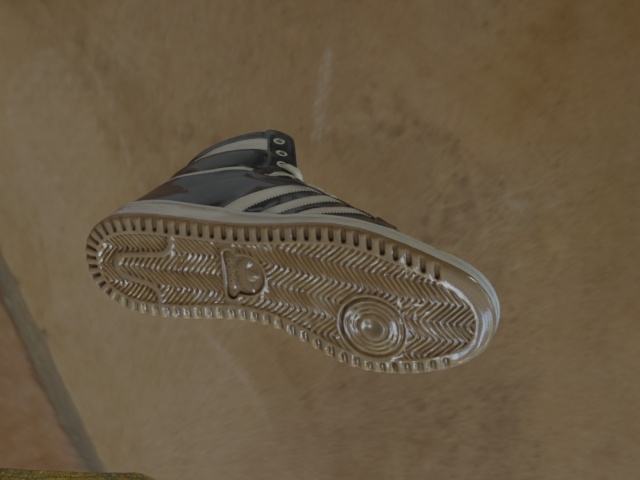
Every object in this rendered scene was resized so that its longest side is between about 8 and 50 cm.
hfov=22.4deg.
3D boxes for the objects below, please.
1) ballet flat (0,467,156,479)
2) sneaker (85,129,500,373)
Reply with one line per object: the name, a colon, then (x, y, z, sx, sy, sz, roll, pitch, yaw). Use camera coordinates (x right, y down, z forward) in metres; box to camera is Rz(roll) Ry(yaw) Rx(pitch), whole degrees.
ballet flat: (-0.245, 0.206, 1.168, 0.348, 0.123, 0.123, 11, 80, -29)
sneaker: (0.000, 0.000, 1.089, 0.282, 0.153, 0.099, 10, 118, 21)
